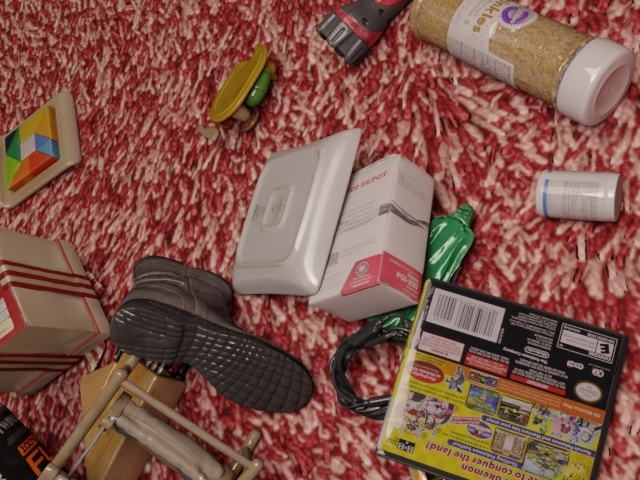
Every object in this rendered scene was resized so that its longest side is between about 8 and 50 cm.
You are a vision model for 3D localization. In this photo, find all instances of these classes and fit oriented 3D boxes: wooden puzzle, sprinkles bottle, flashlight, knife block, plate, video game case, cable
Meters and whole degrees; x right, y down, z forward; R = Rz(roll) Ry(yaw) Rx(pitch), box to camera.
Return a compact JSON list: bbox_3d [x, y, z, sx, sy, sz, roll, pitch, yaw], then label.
[{"bbox_3d":[-0.668,-0.215,1.649,0.238,0.044,0.221,-27,60,17],"label":"wooden puzzle"},{"bbox_3d":[0.301,-0.305,1.102,0.355,0.121,0.121,39,92,35],"label":"sprinkles bottle"},{"bbox_3d":[0.128,-0.454,1.261,0.304,0.103,0.103,-46,22,12],"label":"flashlight"},{"bbox_3d":[-0.295,0.267,1.225,0.242,0.088,0.276,-25,60,19],"label":"knife block"},{"bbox_3d":[-0.058,-0.047,1.174,0.278,0.045,0.277,-6,66,57],"label":"plate"},{"bbox_3d":[0.237,0.204,0.932,0.274,0.035,0.248,16,78,10],"label":"video game case"},{"bbox_3d":[0.094,0.196,1.037,0.150,0.047,0.184,48,120,0],"label":"cable"}]

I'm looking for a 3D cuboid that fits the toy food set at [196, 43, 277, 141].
[{"bbox_3d":[-0.148,-0.273,1.378,0.218,0.071,0.128,-59,32,-5],"label":"toy food set"}]

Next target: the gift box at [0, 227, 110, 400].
[{"bbox_3d":[-0.566,0.159,1.320,0.255,0.258,0.276,-32,71,14],"label":"gift box"}]

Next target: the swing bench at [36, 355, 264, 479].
[{"bbox_3d":[-0.259,0.347,1.061,0.253,0.165,0.255,35,88,-6],"label":"swing bench"}]

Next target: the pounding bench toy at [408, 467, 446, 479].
[{"bbox_3d":[0.166,0.323,0.970,0.083,0.052,0.065,-27,60,18],"label":"pounding bench toy"}]

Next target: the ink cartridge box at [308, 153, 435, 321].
[{"bbox_3d":[0.079,-0.002,1.072,0.158,0.092,0.218,-22,49,47],"label":"ink cartridge box"}]

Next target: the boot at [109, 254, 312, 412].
[{"bbox_3d":[-0.161,0.134,1.159,0.118,0.338,0.223,-57,12,20],"label":"boot"}]

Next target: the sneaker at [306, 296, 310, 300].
[{"bbox_3d":[0.000,0.000,1.182,0.094,0.080,0.212,-18,62,39],"label":"sneaker"}]

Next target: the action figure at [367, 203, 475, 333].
[{"bbox_3d":[0.165,0.044,1.074,0.137,0.063,0.232,36,94,36],"label":"action figure"}]

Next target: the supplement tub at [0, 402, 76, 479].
[{"bbox_3d":[-0.531,0.408,1.143,0.207,0.207,0.338,-40,96,10],"label":"supplement tub"}]

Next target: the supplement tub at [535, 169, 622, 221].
[{"bbox_3d":[0.366,-0.064,1.001,0.107,0.071,0.071,7,75,31],"label":"supplement tub"}]
